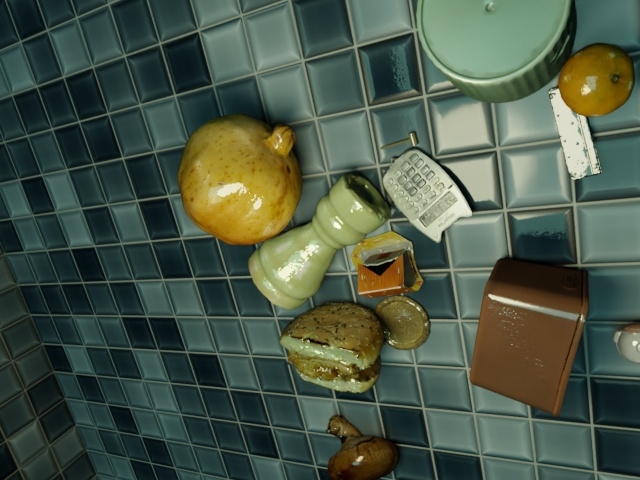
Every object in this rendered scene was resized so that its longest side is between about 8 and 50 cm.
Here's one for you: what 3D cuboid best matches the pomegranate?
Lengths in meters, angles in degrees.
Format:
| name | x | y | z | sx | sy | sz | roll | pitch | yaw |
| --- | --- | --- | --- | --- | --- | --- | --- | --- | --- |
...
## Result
| name | x | y | z | sx | sy | sz | roll | pitch | yaw |
| --- | --- | --- | --- | --- | --- | --- | --- | --- | --- |
| pomegranate | -0.214 | -0.190 | 1.451 | 0.410 | 0.410 | 0.410 | 10 | 114 | 23 |

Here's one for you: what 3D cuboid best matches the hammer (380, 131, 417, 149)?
| name | x | y | z | sx | sy | sz | roll | pitch | yaw |
| --- | --- | --- | --- | --- | --- | --- | --- | --- | --- |
| hammer | 0.217 | -0.271 | 1.397 | 0.110 | 0.019 | 0.036 | -12 | 104 | 33 |

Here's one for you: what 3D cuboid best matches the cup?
| name | x | y | z | sx | sy | sz | roll | pitch | yaw |
| --- | --- | --- | --- | --- | --- | --- | --- | --- | --- |
| cup | 0.350 | -0.488 | 1.029 | 0.310 | 0.392 | 0.401 | -22 | 94 | 26 |

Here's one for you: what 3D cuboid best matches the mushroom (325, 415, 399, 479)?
| name | x | y | z | sx | sy | sz | roll | pitch | yaw |
| --- | --- | --- | --- | --- | --- | --- | --- | --- | --- |
| mushroom | 0.151 | 0.756 | 1.759 | 0.267 | 0.267 | 0.255 | -6 | 73 | 29 |

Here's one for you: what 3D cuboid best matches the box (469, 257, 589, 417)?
| name | x | y | z | sx | sy | sz | roll | pitch | yaw |
| --- | --- | --- | --- | --- | --- | --- | --- | --- | --- |
| box | 0.543 | 0.237 | 1.310 | 0.229 | 0.239 | 0.339 | 13 | 116 | 25 |

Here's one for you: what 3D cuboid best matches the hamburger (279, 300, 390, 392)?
| name | x | y | z | sx | sy | sz | roll | pitch | yaw |
| --- | --- | --- | --- | --- | --- | --- | --- | --- | --- |
| hamburger | 0.053 | 0.322 | 1.572 | 0.318 | 0.277 | 0.195 | 5 | 116 | 25 |

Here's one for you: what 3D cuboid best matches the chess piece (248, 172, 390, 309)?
| name | x | y | z | sx | sy | sz | roll | pitch | yaw |
| --- | --- | --- | --- | --- | --- | --- | --- | --- | --- |
| chess piece | 0.000 | 0.000 | 1.513 | 0.234 | 0.234 | 0.442 | 49 | 118 | 2 |

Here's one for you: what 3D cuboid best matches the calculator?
| name | x | y | z | sx | sy | sz | roll | pitch | yaw |
| --- | --- | --- | --- | --- | --- | --- | --- | --- | --- |
| calculator | 0.289 | -0.133 | 1.403 | 0.268 | 0.040 | 0.177 | 48 | 123 | 3 |

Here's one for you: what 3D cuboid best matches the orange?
| name | x | y | z | sx | sy | sz | roll | pitch | yaw |
| --- | --- | --- | --- | --- | --- | --- | --- | --- | --- |
| orange | 0.605 | -0.349 | 1.088 | 0.156 | 0.124 | 0.156 | 0 | 98 | -1 |

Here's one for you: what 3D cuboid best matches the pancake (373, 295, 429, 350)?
| name | x | y | z | sx | sy | sz | roll | pitch | yaw |
| --- | --- | --- | --- | --- | --- | --- | --- | --- | --- |
| pancake | 0.255 | 0.264 | 1.594 | 0.199 | 0.021 | 0.199 | 11 | 114 | 25 |

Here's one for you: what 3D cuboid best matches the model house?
| name | x | y | z | sx | sy | sz | roll | pitch | yaw |
| --- | --- | --- | --- | --- | --- | --- | --- | --- | --- |
| model house | 0.174 | 0.100 | 1.500 | 0.219 | 0.136 | 0.207 | -12 | 106 | 30 |

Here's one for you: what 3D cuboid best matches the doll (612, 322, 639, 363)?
| name | x | y | z | sx | sy | sz | roll | pitch | yaw |
| --- | --- | --- | --- | --- | --- | --- | --- | --- | --- |
| doll | 0.872 | 0.253 | 1.206 | 0.287 | 0.151 | 0.151 | -3 | 109 | 32 |

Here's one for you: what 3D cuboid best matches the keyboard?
| name | x | y | z | sx | sy | sz | roll | pitch | yaw |
| --- | --- | --- | --- | --- | --- | --- | --- | --- | --- |
| keyboard | 0.610 | -0.262 | 1.197 | 0.072 | 0.023 | 0.231 | -12 | 104 | 38 |
